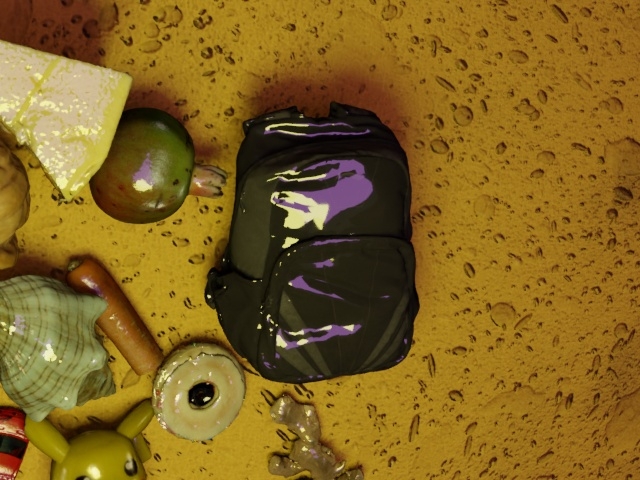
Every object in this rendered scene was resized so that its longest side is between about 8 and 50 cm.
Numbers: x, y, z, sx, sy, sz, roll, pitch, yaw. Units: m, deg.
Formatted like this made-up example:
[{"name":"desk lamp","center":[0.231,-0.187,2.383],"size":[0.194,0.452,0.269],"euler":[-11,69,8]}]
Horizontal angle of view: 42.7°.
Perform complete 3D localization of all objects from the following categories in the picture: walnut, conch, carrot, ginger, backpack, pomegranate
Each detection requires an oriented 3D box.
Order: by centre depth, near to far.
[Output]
[{"name":"walnut","center":[-0.508,-0.049,1.113],"size":[0.224,0.257,0.257],"euler":[-40,113,-7]},{"name":"conch","center":[-0.399,0.158,1.212],"size":[0.203,0.170,0.386],"euler":[-58,160,-18]},{"name":"pomegranate","center":[-0.245,-0.106,1.242],"size":[0.210,0.180,0.180],"euler":[14,98,-20]},{"name":"backpack","center":[0.000,0.000,1.321],"size":[0.363,0.255,0.445],"euler":[-4,119,-18]},{"name":"carrot","center":[-0.334,0.119,1.325],"size":[0.067,0.067,0.225],"euler":[-34,115,-9]},{"name":"ginger","center":[-0.035,0.400,1.510],"size":[0.149,0.065,0.258],"euler":[-36,115,-6]}]

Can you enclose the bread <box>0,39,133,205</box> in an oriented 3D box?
[{"name":"bread","center":[-0.417,-0.176,1.110],"size":[0.236,0.263,0.198],"euler":[19,91,-26]}]

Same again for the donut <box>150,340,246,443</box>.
[{"name":"donut","center":[-0.210,0.254,1.394],"size":[0.175,0.068,0.174],"euler":[-4,99,-27]}]

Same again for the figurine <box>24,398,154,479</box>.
[{"name":"figurine","center":[-0.352,0.420,1.342],"size":[0.218,0.169,0.326],"euler":[-10,110,-34]}]

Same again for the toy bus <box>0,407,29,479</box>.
[{"name":"toy bus","center":[-0.522,0.367,1.303],"size":[0.081,0.089,0.195],"euler":[22,95,-24]}]
